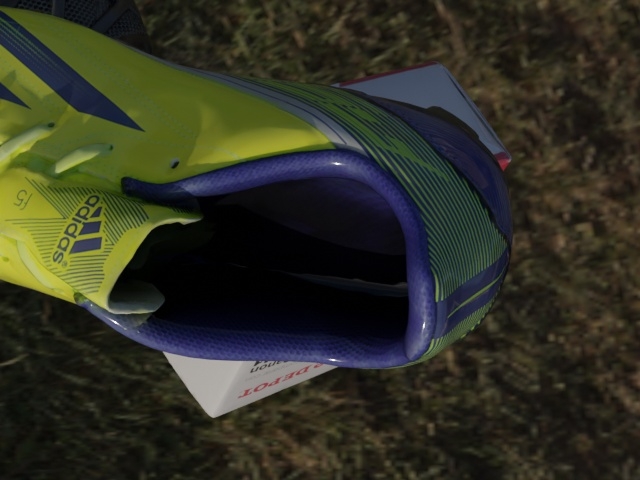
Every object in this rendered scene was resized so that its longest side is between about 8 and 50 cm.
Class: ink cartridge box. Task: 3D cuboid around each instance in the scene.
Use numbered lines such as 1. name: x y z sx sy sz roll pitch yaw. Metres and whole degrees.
1. ink cartridge box: 0.000 0.000 1.415 0.226 0.306 0.131 -19 61 -35

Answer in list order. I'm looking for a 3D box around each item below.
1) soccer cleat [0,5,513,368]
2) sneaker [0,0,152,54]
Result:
1. soccer cleat: -0.081 -0.017 0.524 0.121 0.289 0.093 -58 153 -62
2. sneaker: -0.188 -0.109 0.942 0.227 0.087 0.130 -21 76 -49
